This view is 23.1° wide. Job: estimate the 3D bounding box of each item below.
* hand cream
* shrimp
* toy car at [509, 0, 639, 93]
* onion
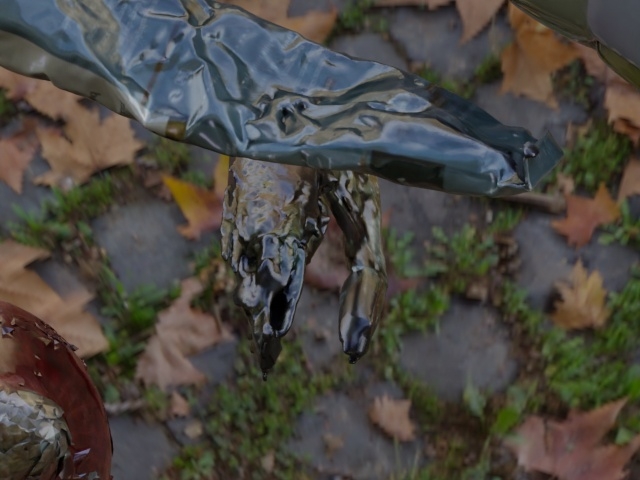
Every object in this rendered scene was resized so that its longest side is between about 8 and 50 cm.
[{"bbox_3d":[-0.028,-0.068,0.606,0.248,0.052,0.075,16,39,11],"label":"hand cream"},{"bbox_3d":[0.000,0.000,1.210,0.071,0.233,0.365,-20,33,19],"label":"shrimp"},{"bbox_3d":[0.215,-0.156,0.723,0.242,0.336,0.226,-54,53,12],"label":"toy car"},{"bbox_3d":[-0.180,0.105,0.825,0.184,0.147,0.184,20,58,-36],"label":"onion"}]
